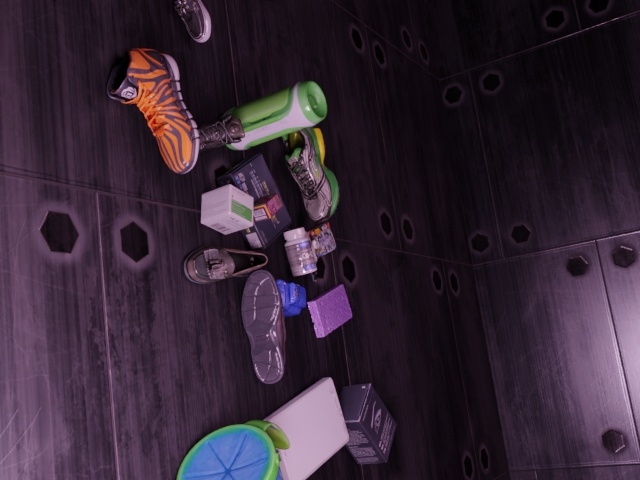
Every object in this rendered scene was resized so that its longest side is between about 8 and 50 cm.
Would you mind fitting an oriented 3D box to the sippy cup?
[{"bbox_3d":[-0.174,0.575,1.623,0.240,0.306,0.224,42,-22,54],"label":"sippy cup"}]

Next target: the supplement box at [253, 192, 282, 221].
[{"bbox_3d":[-0.150,-0.091,1.978,0.083,0.055,0.043,-49,121,-52],"label":"supplement box"}]

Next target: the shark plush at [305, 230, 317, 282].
[{"bbox_3d":[-0.027,0.050,2.252,0.161,0.073,0.067,64,1,-11],"label":"shark plush"}]

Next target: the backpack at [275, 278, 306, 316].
[{"bbox_3d":[-0.104,0.155,2.025,0.120,0.101,0.097,24,51,-52],"label":"backpack"}]

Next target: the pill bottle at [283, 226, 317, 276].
[{"bbox_3d":[-0.063,0.034,2.167,0.078,0.078,0.137,-18,93,-60],"label":"pill bottle"}]

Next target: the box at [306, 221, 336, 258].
[{"bbox_3d":[0.000,0.000,2.341,0.137,0.027,0.093,-29,102,-59],"label":"box"}]

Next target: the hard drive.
[{"bbox_3d":[-0.034,0.534,2.018,0.308,0.040,0.202,-21,96,-55],"label":"hard drive"}]

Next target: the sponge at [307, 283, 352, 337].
[{"bbox_3d":[0.033,0.221,2.298,0.210,0.031,0.117,-24,99,-61],"label":"sponge"}]

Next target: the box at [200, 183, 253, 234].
[{"bbox_3d":[-0.243,-0.080,1.886,0.101,0.102,0.087,29,51,-50],"label":"box"}]

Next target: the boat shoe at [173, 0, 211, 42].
[{"bbox_3d":[-0.366,-0.648,1.952,0.076,0.080,0.228,-13,88,-54],"label":"boat shoe"}]

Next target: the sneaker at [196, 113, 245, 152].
[{"bbox_3d":[-0.285,-0.278,1.876,0.227,0.130,0.087,-25,98,-58],"label":"sneaker"}]

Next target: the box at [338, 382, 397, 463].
[{"bbox_3d":[0.136,0.571,2.244,0.207,0.108,0.153,59,34,-26],"label":"box"}]

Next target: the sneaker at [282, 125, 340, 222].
[{"bbox_3d":[-0.049,-0.214,2.275,0.146,0.134,0.343,-2,70,-53],"label":"sneaker"}]

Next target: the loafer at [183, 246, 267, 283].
[{"bbox_3d":[-0.238,0.054,1.853,0.268,0.084,0.096,-5,82,-60],"label":"loafer"}]

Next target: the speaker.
[{"bbox_3d":[-0.134,-0.341,1.987,0.131,0.297,0.131,32,51,-51],"label":"speaker"}]

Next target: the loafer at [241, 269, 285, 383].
[{"bbox_3d":[-0.145,0.229,1.943,0.095,0.109,0.302,7,77,-79],"label":"loafer"}]

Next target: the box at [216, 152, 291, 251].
[{"bbox_3d":[-0.183,-0.111,2.044,0.232,0.059,0.183,67,30,-15],"label":"box"}]

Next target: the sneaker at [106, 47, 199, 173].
[{"bbox_3d":[-0.408,-0.309,1.709,0.180,0.125,0.321,-2,69,-56],"label":"sneaker"}]
